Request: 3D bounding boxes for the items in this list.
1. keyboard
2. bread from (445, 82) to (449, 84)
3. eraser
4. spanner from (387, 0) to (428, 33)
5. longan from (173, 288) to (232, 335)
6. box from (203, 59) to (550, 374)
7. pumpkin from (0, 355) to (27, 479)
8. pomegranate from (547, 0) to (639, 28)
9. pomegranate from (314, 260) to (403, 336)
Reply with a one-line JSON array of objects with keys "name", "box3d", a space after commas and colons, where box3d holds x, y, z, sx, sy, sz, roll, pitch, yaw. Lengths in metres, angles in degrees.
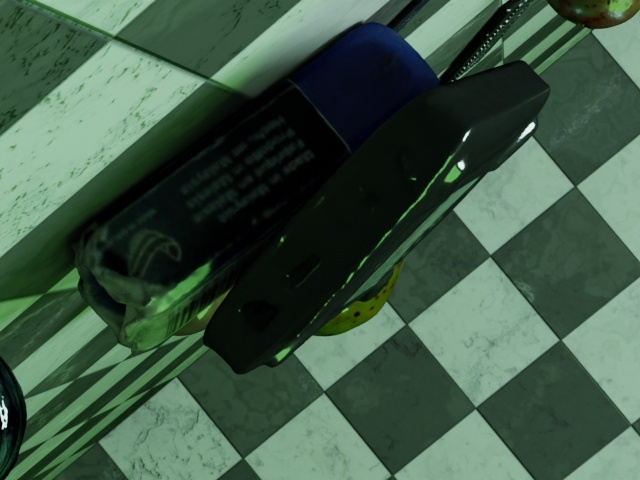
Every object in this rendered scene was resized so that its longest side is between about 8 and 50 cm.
[{"name": "keyboard", "box3d": [0.220, -0.264, 1.966, 0.087, 0.017, 0.250, -39, 177, -23]}, {"name": "bread", "box3d": [0.167, -0.178, 2.037, 0.110, 0.060, 0.066, -15, 154, -45]}, {"name": "eraser", "box3d": [-0.054, -0.045, 1.250, 0.332, 0.101, 0.155, -40, 175, -16]}, {"name": "spanner", "box3d": [0.083, -0.205, 1.357, 0.208, 0.012, 0.046, -41, 175, 36]}, {"name": "longan", "box3d": [-0.146, 0.051, 1.540, 0.119, 0.106, 0.106, -25, -177, 27]}, {"name": "box", "box3d": [0.053, -0.023, 1.244, 0.290, 0.073, 0.289, -47, 172, 24]}, {"name": "pumpkin", "box3d": [-0.280, 0.142, 0.973, 0.202, 0.140, 0.202, -42, 176, -4]}, {"name": "pomegranate", "box3d": [0.303, -0.296, 1.671, 0.130, 0.130, 0.130, -39, 176, -3]}, {"name": "pomegranate", "box3d": [0.011, 0.004, 1.783, 0.198, 0.198, 0.246, -41, 178, 29]}]
